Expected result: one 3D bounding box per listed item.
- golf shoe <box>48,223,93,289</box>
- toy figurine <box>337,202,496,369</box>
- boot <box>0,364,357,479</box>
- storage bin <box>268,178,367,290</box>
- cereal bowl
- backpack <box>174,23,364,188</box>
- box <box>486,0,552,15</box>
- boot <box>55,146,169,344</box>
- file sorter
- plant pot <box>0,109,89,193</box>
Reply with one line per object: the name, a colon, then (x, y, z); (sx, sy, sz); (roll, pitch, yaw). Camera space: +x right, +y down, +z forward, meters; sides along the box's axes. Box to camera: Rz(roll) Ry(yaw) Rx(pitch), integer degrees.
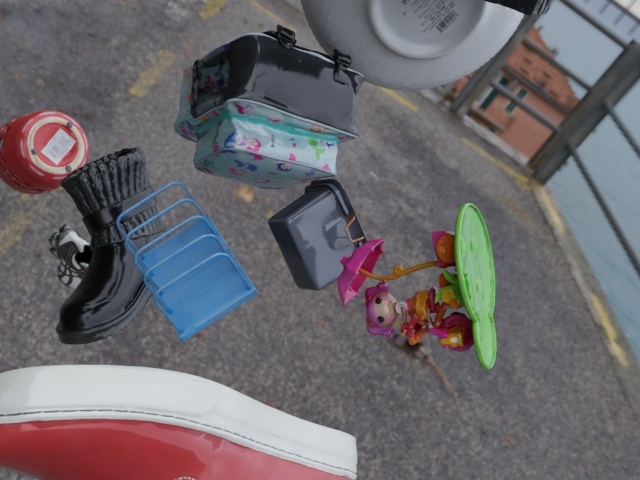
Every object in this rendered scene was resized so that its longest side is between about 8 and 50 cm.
golf shoe: (-0.519, 0.055, 1.655); (0.094, 0.198, 0.077); (23, 58, 18)
toy figurine: (0.097, 0.056, 0.825); (0.130, 0.159, 0.173); (-5, 87, -64)
boot: (-0.070, 0.166, 0.379); (0.244, 0.088, 0.176); (29, 54, -40)
storage bin: (0.000, 0.000, 1.003); (0.091, 0.098, 0.135); (-33, 107, -28)
cereal bowl: (0.138, -0.355, 1.060); (0.339, 0.339, 0.141); (26, 30, -20)
backpack: (-0.086, -0.175, 1.088); (0.225, 0.191, 0.253); (12, -4, -34)
box: (0.219, -0.579, 0.738); (0.297, 0.479, 0.471); (22, -18, 4)
boot: (-0.400, 0.001, 1.398); (0.348, 0.131, 0.260); (-60, 140, -56)
file sorter: (-0.186, 0.022, 1.026); (0.170, 0.118, 0.104); (52, -7, 40)
plant pot: (-0.651, -0.212, 1.792); (0.191, 0.174, 0.191); (5, 81, -37)
